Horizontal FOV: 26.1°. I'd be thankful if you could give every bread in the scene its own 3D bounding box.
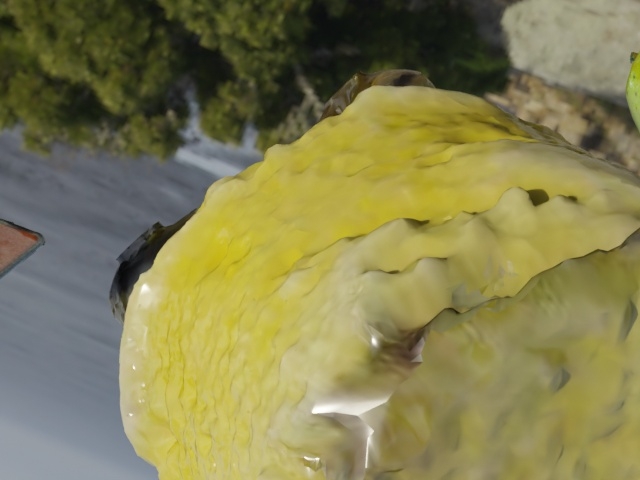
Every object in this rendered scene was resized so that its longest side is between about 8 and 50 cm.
[{"bbox_3d":[0.044,0.053,0.422,0.197,0.197,0.170,27,-179,-17],"label":"bread"}]

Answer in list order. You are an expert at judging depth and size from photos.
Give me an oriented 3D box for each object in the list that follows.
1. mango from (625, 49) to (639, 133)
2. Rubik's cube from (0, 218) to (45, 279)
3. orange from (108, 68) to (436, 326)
[{"bbox_3d":[0.427,-0.078,1.135,0.382,0.225,0.201,39,142,34],"label":"mango"},{"bbox_3d":[-0.466,0.048,1.419,0.228,0.233,0.228,21,-179,30],"label":"Rubik's cube"},{"bbox_3d":[0.000,0.000,1.225,0.210,0.368,0.271,54,146,-1],"label":"orange"}]
